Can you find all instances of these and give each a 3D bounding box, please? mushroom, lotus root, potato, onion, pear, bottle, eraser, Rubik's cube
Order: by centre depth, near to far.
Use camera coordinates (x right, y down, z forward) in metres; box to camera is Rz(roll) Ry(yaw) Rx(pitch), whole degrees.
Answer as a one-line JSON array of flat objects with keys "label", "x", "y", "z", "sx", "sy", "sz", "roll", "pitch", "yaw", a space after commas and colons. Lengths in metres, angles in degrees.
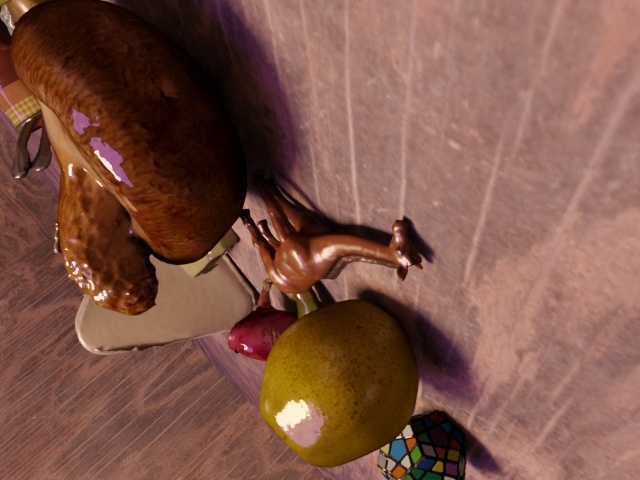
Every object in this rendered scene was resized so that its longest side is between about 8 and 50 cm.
[{"label": "mushroom", "x": -0.213, "y": -0.114, "z": 0.661, "sx": 0.345, "sy": 0.239, "sz": 0.344, "roll": 22, "pitch": 125, "yaw": 36}, {"label": "pear", "x": 0.027, "y": 0.171, "z": 0.695, "sx": 0.198, "sy": 0.198, "sz": 0.198, "roll": 41, "pitch": 158, "yaw": 20}, {"label": "Rubik's cube", "x": 0.143, "y": 0.302, "z": 0.806, "sx": 0.112, "sy": 0.133, "sz": 0.133, "roll": 27, "pitch": 174, "yaw": -34}, {"label": "potato", "x": -0.434, "y": -0.332, "z": 0.885, "sx": 0.092, "sy": 0.070, "sz": 0.137, "roll": 35, "pitch": 139, "yaw": 36}, {"label": "onion", "x": -0.085, "y": 0.134, "z": 0.988, "sx": 0.150, "sy": 0.150, "sz": 0.140, "roll": 175, "pitch": 96, "yaw": -65}, {"label": "lotus root", "x": -0.230, "y": -0.005, "z": 1.019, "sx": 0.144, "sy": 0.070, "sz": 0.143, "roll": 46, "pitch": 144, "yaw": 6}, {"label": "eraser", "x": -0.284, "y": 0.090, "z": 1.140, "sx": 0.331, "sy": 0.331, "sz": 0.150, "roll": 53, "pitch": 160, "yaw": -11}, {"label": "bottle", "x": -0.629, "y": -0.350, "z": 1.147, "sx": 0.271, "sy": 0.143, "sz": 0.156, "roll": 58, "pitch": 157, "yaw": -20}]

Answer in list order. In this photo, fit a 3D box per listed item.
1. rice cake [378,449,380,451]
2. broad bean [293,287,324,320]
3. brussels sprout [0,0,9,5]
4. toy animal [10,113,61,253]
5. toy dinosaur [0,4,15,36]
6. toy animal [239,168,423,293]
[{"label": "rice cake", "x": 0.103, "y": 0.349, "z": 1.071, "sx": 0.226, "sy": 0.040, "sz": 0.085, "roll": 40, "pitch": 158, "yaw": 20}, {"label": "broad bean", "x": 0.025, "y": 0.178, "z": 0.894, "sx": 0.077, "sy": 0.061, "sz": 0.338, "roll": 6, "pitch": 135, "yaw": 51}, {"label": "brussels sprout", "x": -0.413, "y": -0.376, "z": 0.666, "sx": 0.223, "sy": 0.161, "sz": 0.223, "roll": 49, "pitch": 148, "yaw": 46}, {"label": "toy animal", "x": -0.398, "y": -0.165, "z": 0.899, "sx": 0.284, "sy": 0.225, "sz": 0.301, "roll": 65, "pitch": -178, "yaw": -69}, {"label": "toy dinosaur", "x": -0.461, "y": -0.264, "z": 1.069, "sx": 0.129, "sy": 0.076, "sz": 0.382, "roll": 29, "pitch": 149, "yaw": 55}, {"label": "toy animal", "x": 0.000, "y": 0.000, "z": 0.638, "sx": 0.229, "sy": 0.066, "sz": 0.224, "roll": 49, "pitch": 142, "yaw": 25}]
